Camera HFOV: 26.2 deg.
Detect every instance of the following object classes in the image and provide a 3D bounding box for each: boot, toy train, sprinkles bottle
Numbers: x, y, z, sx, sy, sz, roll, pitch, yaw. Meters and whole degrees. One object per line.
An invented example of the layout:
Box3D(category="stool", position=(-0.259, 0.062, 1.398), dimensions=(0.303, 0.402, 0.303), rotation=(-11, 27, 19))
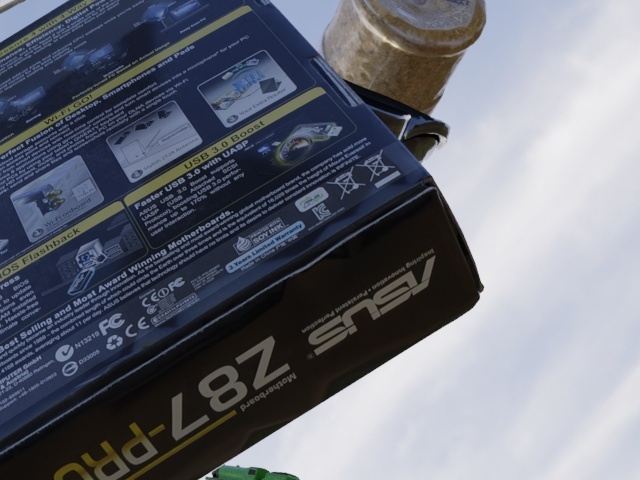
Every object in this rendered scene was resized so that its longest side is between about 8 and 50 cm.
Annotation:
Box3D(category="boot", position=(0.000, 0.000, 1.014), dimensions=(0.229, 0.091, 0.263), rotation=(-68, -14, 10))
Box3D(category="toy train", position=(-0.044, 0.154, 0.868), dimensions=(0.017, 0.083, 0.024), rotation=(26, -109, -40))
Box3D(category="sprinkles bottle", position=(0.026, -0.103, 1.236), dimensions=(0.121, 0.121, 0.355), rotation=(-19, -25, -32))

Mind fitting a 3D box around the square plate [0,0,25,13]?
Box3D(category="square plate", position=(-0.341, -0.265, 0.962), dimensions=(0.344, 0.049, 0.347), rotation=(-20, -47, 28))

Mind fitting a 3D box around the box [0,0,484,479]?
Box3D(category="box", position=(-0.162, 0.020, 0.717), dimensions=(0.395, 0.318, 0.097), rotation=(-33, -47, -5))
